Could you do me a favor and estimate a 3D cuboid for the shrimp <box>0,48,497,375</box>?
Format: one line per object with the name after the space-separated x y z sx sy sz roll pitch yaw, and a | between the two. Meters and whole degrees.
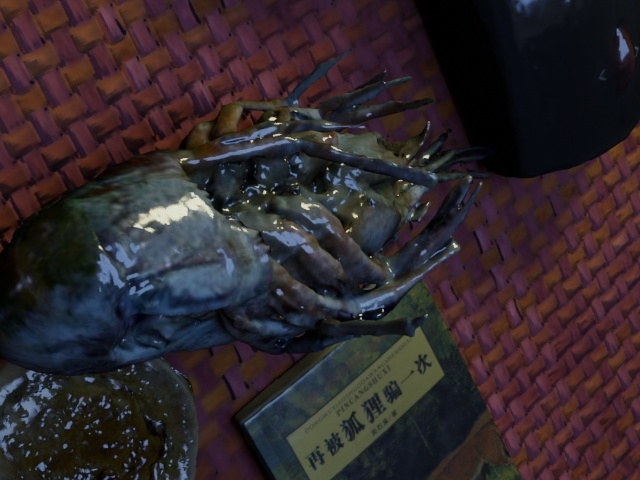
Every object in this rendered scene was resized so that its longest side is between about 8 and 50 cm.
-0.002 0.001 0.668 0.372 0.137 0.172 -22 66 -31 | shrimp

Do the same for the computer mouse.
0.148 -0.182 0.816 0.170 0.100 0.269 -35 112 -29 | computer mouse

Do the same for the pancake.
-0.127 0.119 0.659 0.152 0.025 0.151 -1 92 -36 | pancake

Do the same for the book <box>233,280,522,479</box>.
0.053 0.157 0.800 0.160 0.024 0.228 -38 114 -28 | book
